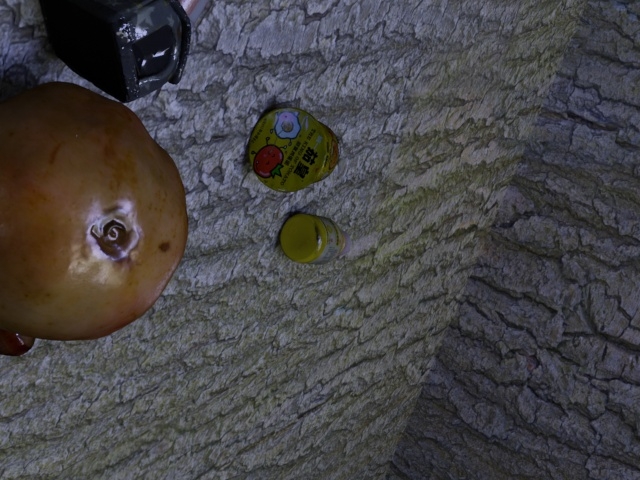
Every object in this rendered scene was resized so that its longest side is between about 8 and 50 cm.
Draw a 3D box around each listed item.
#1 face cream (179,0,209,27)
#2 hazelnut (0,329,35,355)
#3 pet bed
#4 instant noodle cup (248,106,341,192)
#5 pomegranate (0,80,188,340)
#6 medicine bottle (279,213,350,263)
[{"bbox_3d":[-0.252,-0.399,1.757,0.251,0.101,0.101,-58,153,0],"label":"face cream"},{"bbox_3d":[-0.558,0.176,1.876,0.086,0.086,0.086,-40,148,-32],"label":"hazelnut"},{"bbox_3d":[-0.306,-0.336,1.607,0.159,0.211,0.183,-38,144,-31],"label":"pet bed"},{"bbox_3d":[-0.046,-0.195,2.257,0.182,0.182,0.144,-64,163,12],"label":"instant noodle cup"},{"bbox_3d":[-0.400,-0.039,1.586,0.411,0.412,0.411,-40,148,-32],"label":"pomegranate"},{"bbox_3d":[0.000,0.000,2.580,0.212,0.122,0.121,6,112,-61],"label":"medicine bottle"}]
